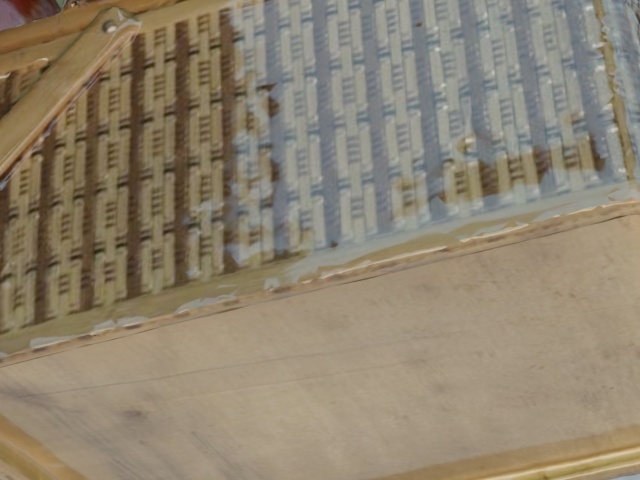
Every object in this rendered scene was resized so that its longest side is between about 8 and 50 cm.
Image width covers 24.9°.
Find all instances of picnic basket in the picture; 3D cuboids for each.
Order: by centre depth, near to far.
[{"bbox_3d":[0.000,0.000,0.613,0.313,0.228,0.175,-15,56,16],"label":"picnic basket"}]

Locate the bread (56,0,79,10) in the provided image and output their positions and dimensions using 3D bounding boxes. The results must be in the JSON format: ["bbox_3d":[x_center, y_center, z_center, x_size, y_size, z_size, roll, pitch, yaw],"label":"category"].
[{"bbox_3d":[-0.132,-0.298,1.143,0.395,0.239,0.264,-23,9,42],"label":"bread"}]

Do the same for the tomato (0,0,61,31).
[{"bbox_3d":[-0.293,-0.081,0.961,0.265,0.264,0.265,-2,21,1],"label":"tomato"}]
